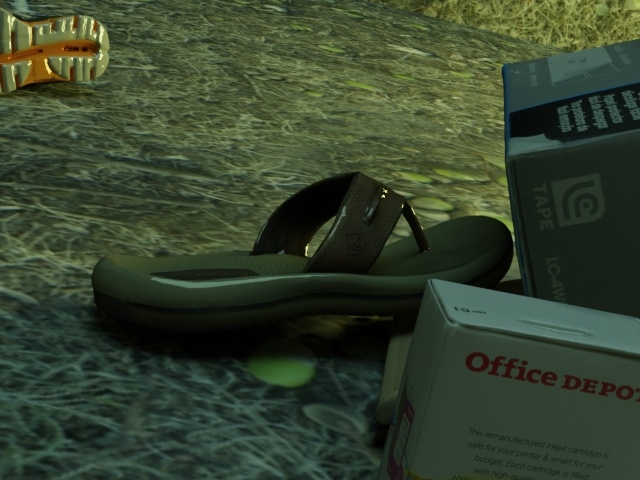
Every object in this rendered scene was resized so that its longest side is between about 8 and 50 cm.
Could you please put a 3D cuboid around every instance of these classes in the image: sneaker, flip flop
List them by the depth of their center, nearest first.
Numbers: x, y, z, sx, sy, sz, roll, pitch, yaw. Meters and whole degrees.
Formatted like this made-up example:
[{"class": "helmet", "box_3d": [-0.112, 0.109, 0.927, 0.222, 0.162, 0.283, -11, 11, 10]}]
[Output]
[{"class": "flip flop", "box_3d": [0.000, 0.000, 0.702, 0.277, 0.080, 0.112, -4, 6, -29]}, {"class": "sneaker", "box_3d": [-0.301, -0.178, 1.115, 0.083, 0.084, 0.215, 9, 8, 39]}]

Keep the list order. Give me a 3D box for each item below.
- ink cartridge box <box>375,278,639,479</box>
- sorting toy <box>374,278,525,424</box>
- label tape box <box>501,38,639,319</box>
[{"class": "ink cartridge box", "box_3d": [0.072, 0.084, 0.452, 0.088, 0.122, 0.052, 11, 17, -7]}, {"class": "sorting toy", "box_3d": [0.132, 0.056, 0.654, 0.193, 0.038, 0.208, -9, 11, 10]}, {"class": "label tape box", "box_3d": [0.275, -0.059, 0.633, 0.347, 0.115, 0.249, -12, 15, 12]}]
